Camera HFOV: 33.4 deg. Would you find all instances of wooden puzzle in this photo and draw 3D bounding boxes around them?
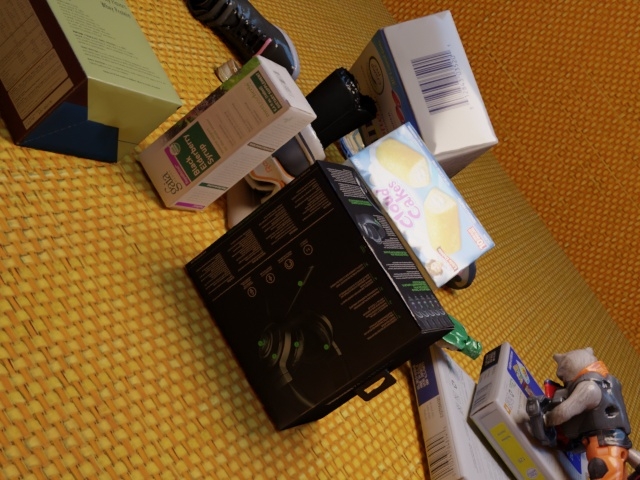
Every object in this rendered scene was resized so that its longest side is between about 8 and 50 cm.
[{"bbox_3d":[-0.063,-0.020,1.751,0.239,0.044,0.221,36,26,-29],"label":"wooden puzzle"}]

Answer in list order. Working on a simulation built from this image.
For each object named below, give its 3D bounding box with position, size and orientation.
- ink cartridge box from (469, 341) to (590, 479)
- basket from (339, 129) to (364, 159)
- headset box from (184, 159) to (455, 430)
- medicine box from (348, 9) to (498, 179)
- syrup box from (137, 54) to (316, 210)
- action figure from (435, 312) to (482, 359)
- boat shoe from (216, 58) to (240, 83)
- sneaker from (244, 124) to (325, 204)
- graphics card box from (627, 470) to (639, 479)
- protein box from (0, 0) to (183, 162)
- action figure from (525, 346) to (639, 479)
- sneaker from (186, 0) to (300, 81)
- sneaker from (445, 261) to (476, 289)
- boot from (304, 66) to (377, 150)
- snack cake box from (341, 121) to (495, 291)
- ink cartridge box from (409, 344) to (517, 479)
[{"bbox_3d":[0.386,0.358,1.879,0.307,0.072,0.303,55,17,-3],"label":"ink cartridge box"},{"bbox_3d":[0.156,-0.208,2.300,0.254,0.201,0.289,54,10,1],"label":"basket"},{"bbox_3d":[0.003,0.081,1.413,0.283,0.246,0.131,58,21,16],"label":"headset box"},{"bbox_3d":[0.179,-0.247,2.019,0.289,0.149,0.263,138,-67,-72],"label":"medicine box"},{"bbox_3d":[-0.133,-0.146,1.509,0.093,0.237,0.096,58,18,15],"label":"syrup box"},{"bbox_3d":[0.169,0.142,1.822,0.232,0.063,0.137,25,22,6],"label":"action figure"},{"bbox_3d":[-0.137,-0.287,2.019,0.135,0.045,0.050,42,22,-26],"label":"boat shoe"},{"bbox_3d":[-0.063,-0.127,1.725,0.126,0.127,0.321,59,-1,9],"label":"sneaker"},{"bbox_3d":[0.671,0.466,2.025,0.094,0.371,0.233,52,13,8],"label":"graphics card box"},{"bbox_3d":[-0.323,-0.229,1.381,0.201,0.136,0.200,60,22,17],"label":"protein box"},{"bbox_3d":[0.492,0.336,1.811,0.341,0.179,0.330,16,51,-61],"label":"action figure"},{"bbox_3d":[-0.165,-0.422,2.115,0.295,0.104,0.147,52,21,16],"label":"sneaker"},{"bbox_3d":[0.239,0.035,2.218,0.131,0.112,0.319,-63,146,-25],"label":"sneaker"},{"bbox_3d":[-0.038,-0.251,1.942,0.246,0.207,0.094,37,25,-35],"label":"boot"},{"bbox_3d":[0.155,-0.050,1.825,0.152,0.089,0.264,-34,88,-32],"label":"snack cake box"},{"bbox_3d":[0.284,0.377,1.801,0.330,0.071,0.324,46,20,-28],"label":"ink cartridge box"}]
